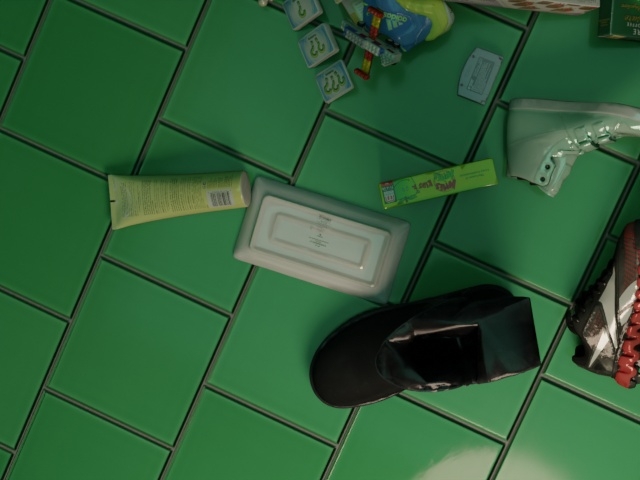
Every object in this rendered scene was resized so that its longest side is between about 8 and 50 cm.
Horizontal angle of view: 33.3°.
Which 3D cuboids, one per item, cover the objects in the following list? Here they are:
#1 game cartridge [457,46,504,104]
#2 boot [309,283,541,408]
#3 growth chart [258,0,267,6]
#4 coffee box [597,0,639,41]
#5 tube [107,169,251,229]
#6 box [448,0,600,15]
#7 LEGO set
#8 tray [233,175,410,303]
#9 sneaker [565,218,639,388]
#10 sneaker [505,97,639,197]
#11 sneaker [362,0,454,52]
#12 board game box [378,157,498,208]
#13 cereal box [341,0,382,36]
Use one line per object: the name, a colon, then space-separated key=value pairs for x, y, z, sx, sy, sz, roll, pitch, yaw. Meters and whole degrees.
game cartridge: x=0.255 y=-0.266 z=1.725 sx=0.056 sy=0.017 sz=0.083 roll=22 pitch=95 yaw=1
boot: x=0.129 y=0.168 z=1.542 sx=0.367 sy=0.445 sz=0.146 roll=-25 pitch=90 yaw=7
growth chart: x=-0.115 y=-0.500 z=1.726 sx=0.237 sy=0.021 sz=0.172 roll=44 pitch=112 yaw=7
coffee box: x=0.490 y=-0.402 z=1.660 sx=0.113 sy=0.040 sz=0.184 roll=1 pitch=94 yaw=-22
tube: x=-0.236 y=-0.076 z=1.769 sx=0.240 sy=0.062 sz=0.070 roll=-6 pitch=48 yaw=11
box: x=0.274 y=-0.392 z=1.623 sx=0.323 sy=0.063 sz=0.067 roll=0 pitch=88 yaw=-22
LEGO set: x=0.033 y=-0.329 z=1.652 sx=0.244 sy=0.060 sz=0.183 roll=-22 pitch=91 yaw=51
tray: x=0.000 y=0.000 z=1.758 sx=0.270 sy=0.030 sz=0.145 roll=17 pitch=93 yaw=5
sneaker: x=0.451 y=0.094 z=1.658 sx=0.135 sy=0.097 sz=0.276 roll=10 pitch=113 yaw=18
sneaker: x=0.408 y=-0.136 z=1.652 sx=0.255 sy=0.094 sz=0.151 roll=7 pitch=90 yaw=31
sneaker: x=0.092 y=-0.392 z=1.649 sx=0.126 sy=0.091 sz=0.240 roll=-40 pitch=91 yaw=8
board game box: x=0.186 y=-0.090 z=1.702 sx=0.181 sy=0.092 sz=0.043 roll=-13 pitch=92 yaw=6
cereal box: x=0.082 y=-0.464 z=1.717 sx=0.173 sy=0.047 sz=0.240 roll=-31 pitch=89 yaw=7
